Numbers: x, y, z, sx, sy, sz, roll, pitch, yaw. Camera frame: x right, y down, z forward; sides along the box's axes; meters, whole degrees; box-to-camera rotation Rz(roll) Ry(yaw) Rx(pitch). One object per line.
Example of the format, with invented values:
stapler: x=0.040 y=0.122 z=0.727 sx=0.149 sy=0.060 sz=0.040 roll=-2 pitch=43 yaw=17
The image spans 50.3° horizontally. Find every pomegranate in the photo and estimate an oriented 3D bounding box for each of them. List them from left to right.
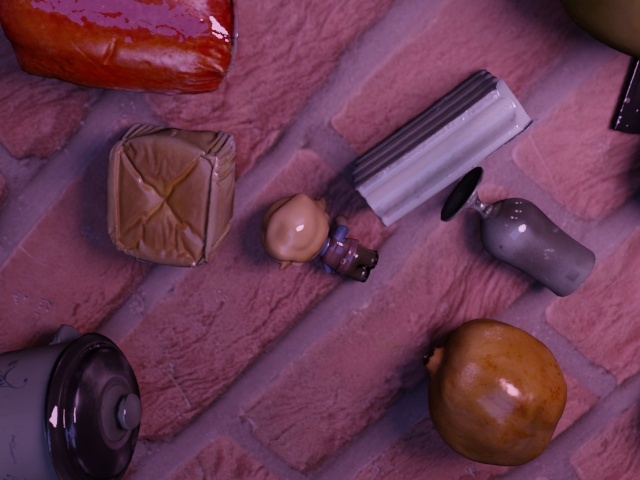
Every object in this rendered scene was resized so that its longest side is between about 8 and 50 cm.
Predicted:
pomegranate: x=0.276 y=0.236 z=1.076 sx=0.232 sy=0.233 sz=0.233 roll=1 pitch=107 yaw=5

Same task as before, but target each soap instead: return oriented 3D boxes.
soap: x=0.176 y=-0.136 z=1.000 sx=0.261 sy=0.150 sz=0.094 roll=-34 pitch=107 yaw=14

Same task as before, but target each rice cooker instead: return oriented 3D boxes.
rice cooker: x=-0.440 y=0.293 z=1.132 sx=0.316 sy=0.264 sz=0.317 roll=-6 pitch=65 yaw=13

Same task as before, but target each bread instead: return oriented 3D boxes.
bread: x=-0.233 y=-0.075 z=1.075 sx=0.192 sy=0.110 sz=0.210 roll=7 pitch=108 yaw=9

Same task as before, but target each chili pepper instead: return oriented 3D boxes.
chili pepper: x=-0.265 y=-0.338 z=0.963 sx=0.305 sy=0.229 sz=0.252 roll=9 pitch=70 yaw=-11

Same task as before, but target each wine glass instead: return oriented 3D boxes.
wine glass: x=0.306 y=-0.008 z=1.052 sx=0.231 sy=0.103 sz=0.103 roll=35 pitch=107 yaw=-9

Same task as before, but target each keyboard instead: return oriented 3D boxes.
keyboard: x=0.486 y=-0.254 z=1.005 sx=0.060 sy=0.018 sz=0.196 roll=11 pitch=108 yaw=-6

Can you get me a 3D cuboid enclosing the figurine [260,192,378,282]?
figurine: x=0.000 y=0.000 z=1.094 sx=0.195 sy=0.108 sz=0.114 roll=21 pitch=119 yaw=-20

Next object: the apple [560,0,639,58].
apple: x=0.450 y=-0.370 z=0.801 sx=0.356 sy=0.357 sz=0.358 roll=1 pitch=107 yaw=5
